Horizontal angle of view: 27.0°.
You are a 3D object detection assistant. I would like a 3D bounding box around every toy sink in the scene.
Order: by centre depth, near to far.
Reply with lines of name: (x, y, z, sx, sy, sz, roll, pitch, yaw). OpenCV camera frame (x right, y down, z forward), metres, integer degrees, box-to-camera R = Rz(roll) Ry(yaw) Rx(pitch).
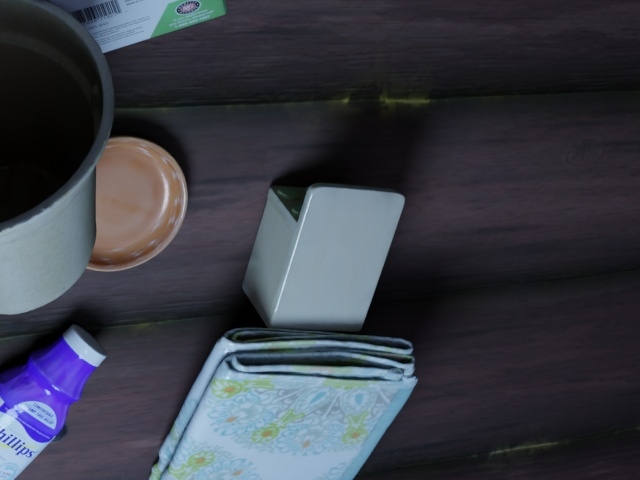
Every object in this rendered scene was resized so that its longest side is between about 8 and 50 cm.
toy sink: (0.000, 0.000, 1.924, 0.153, 0.131, 0.234, 3, 118, -27)

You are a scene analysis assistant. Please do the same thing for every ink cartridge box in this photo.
ink cartridge box: (-0.234, -0.351, 1.528, 0.201, 0.117, 0.278, -18, 155, -3)

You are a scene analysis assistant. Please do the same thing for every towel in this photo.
towel: (-0.058, 0.269, 2.000, 0.320, 0.090, 0.374, 5, 136, -25)

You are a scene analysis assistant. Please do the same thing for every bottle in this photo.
bottle: (-0.419, 0.240, 1.863, 0.283, 0.092, 0.118, -45, 124, 1)

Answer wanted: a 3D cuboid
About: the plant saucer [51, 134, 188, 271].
plant saucer: (-0.280, -0.054, 1.814, 0.200, 0.037, 0.200, -12, 120, -22)

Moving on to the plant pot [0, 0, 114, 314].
plant pot: (-0.390, -0.072, 1.564, 0.334, 0.334, 0.305, -24, 154, -13)
